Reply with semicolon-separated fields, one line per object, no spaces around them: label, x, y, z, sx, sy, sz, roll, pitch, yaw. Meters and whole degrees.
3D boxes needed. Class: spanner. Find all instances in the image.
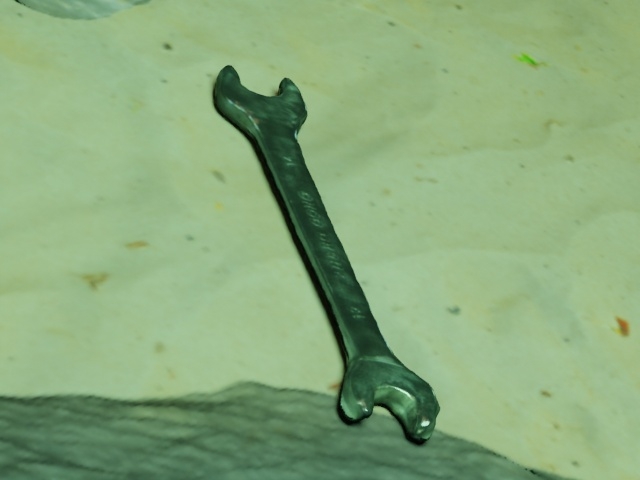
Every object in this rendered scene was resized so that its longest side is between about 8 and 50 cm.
spanner;0.000;0.000;0.922;0.054;0.015;0.254;2;46;-30
